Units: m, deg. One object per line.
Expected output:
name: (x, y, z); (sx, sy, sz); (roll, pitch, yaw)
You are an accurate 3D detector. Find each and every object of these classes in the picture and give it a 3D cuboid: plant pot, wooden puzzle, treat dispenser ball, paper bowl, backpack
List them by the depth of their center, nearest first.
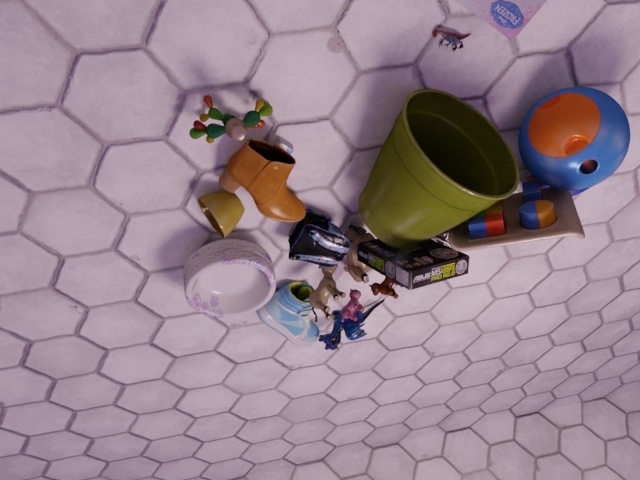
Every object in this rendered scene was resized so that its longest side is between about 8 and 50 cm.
plant pot: (0.290, -0.164, 1.551); (0.366, 0.367, 0.353); (10, 143, -26)
treat dispenser ball: (0.713, -0.286, 1.565); (0.287, 0.288, 0.288); (-9, 137, -9)
plant pot: (-0.275, -0.088, 1.585); (0.095, 0.134, 0.134); (-35, 140, -17)
wooden puzzle: (0.549, -0.086, 1.589); (0.347, 0.322, 0.081); (-5, 115, 19)
backpack: (0.000, 0.000, 1.739); (0.173, 0.117, 0.158); (18, 126, -19)
paper bowl: (-0.289, 0.106, 1.750); (0.283, 0.148, 0.284); (-10, 137, -9)

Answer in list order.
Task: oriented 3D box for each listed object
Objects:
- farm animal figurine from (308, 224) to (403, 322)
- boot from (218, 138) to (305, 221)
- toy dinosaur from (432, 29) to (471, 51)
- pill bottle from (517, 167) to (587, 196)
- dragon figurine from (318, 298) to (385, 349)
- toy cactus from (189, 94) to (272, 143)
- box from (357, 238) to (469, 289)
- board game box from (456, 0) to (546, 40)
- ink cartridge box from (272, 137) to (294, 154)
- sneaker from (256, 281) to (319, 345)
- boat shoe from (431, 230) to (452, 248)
farm animal figurine: (0.114, 0.093, 1.855); (0.330, 0.172, 0.327); (-10, 120, -28)
boot: (-0.118, -0.160, 1.528); (0.294, 0.104, 0.211); (24, 145, -27)
toy dinosaur: (0.324, -0.515, 1.404); (0.082, 0.047, 0.090); (38, 82, -32)
pill bottle: (0.775, -0.209, 1.765); (0.271, 0.152, 0.152); (-28, 136, 11)
dragon figurine: (0.127, 0.324, 2.112); (0.288, 0.144, 0.085); (-16, 138, -1)
toy cactus: (-0.212, -0.293, 1.354); (0.218, 0.180, 0.112); (-11, 117, -14)
box: (0.268, 0.052, 1.644); (0.216, 0.270, 0.060); (-12, 112, -26)
board game box: (0.434, -0.665, 1.248); (0.318, 0.066, 0.318); (17, 128, -31)
ink cartridge box: (-0.119, -0.239, 1.536); (0.048, 0.028, 0.083); (26, 123, -36)
sneaker: (-0.059, 0.264, 2.006); (0.208, 0.127, 0.319); (-35, 135, 20)
boat shoe: (0.422, -0.020, 1.879); (0.104, 0.113, 0.306); (15, 126, -22)
